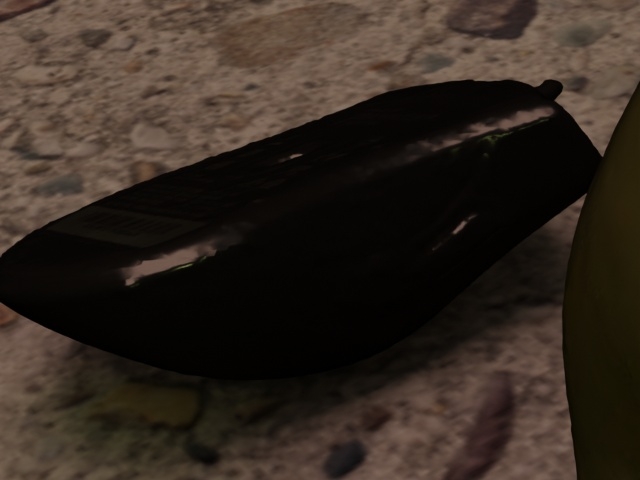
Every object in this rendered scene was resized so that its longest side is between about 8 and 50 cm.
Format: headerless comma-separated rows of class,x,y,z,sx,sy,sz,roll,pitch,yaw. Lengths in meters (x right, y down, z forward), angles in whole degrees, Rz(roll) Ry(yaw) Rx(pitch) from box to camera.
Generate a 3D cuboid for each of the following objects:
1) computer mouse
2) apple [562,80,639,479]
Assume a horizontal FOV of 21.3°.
computer mouse,0.000,0.000,0.684,0.264,0.088,0.147,-25,18,-21
apple,0.201,0.039,0.379,0.254,0.292,0.292,-6,25,-34
